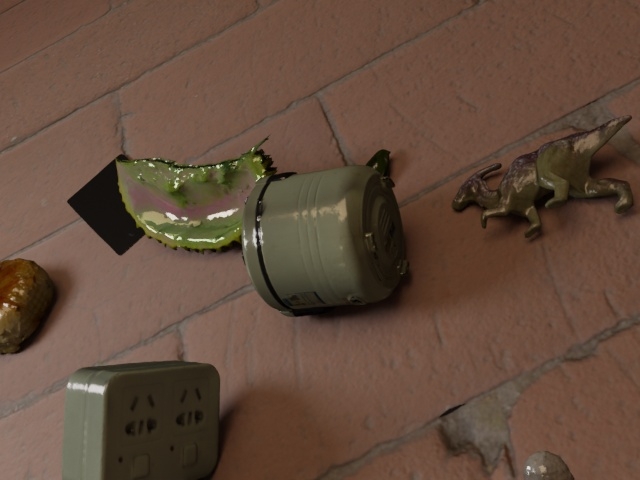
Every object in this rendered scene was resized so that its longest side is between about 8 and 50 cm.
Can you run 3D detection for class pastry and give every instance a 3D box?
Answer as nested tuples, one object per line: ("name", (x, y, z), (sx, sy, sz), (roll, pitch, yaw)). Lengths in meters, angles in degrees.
("pastry", (-0.607, 0.120, 1.587), (0.182, 0.093, 0.192), (-5, 51, 29))

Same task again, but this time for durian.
("durian", (-0.221, -0.079, 1.490), (0.352, 0.169, 0.158), (0, 52, 28))

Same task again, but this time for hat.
("hat", (0.254, 0.295, 0.910), (0.112, 0.162, 0.093), (-12, 45, 15))

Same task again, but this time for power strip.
("power strip", (-0.257, 0.302, 1.155), (0.141, 0.229, 0.261), (-1, 86, 34))

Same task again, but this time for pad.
("pad", (-0.410, -0.078, 1.713), (0.159, 0.009, 0.265), (-43, 47, -12))

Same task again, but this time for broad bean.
("broad bean", (0.049, -0.074, 1.432), (0.227, 0.039, 0.069), (-43, 39, -10))

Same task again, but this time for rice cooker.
("rice cooker", (0.000, 0.000, 1.276), (0.244, 0.226, 0.226), (-9, 49, 21))

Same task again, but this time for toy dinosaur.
("toy dinosaur", (0.335, -0.090, 1.259), (0.294, 0.077, 0.162), (-15, 46, 18))
